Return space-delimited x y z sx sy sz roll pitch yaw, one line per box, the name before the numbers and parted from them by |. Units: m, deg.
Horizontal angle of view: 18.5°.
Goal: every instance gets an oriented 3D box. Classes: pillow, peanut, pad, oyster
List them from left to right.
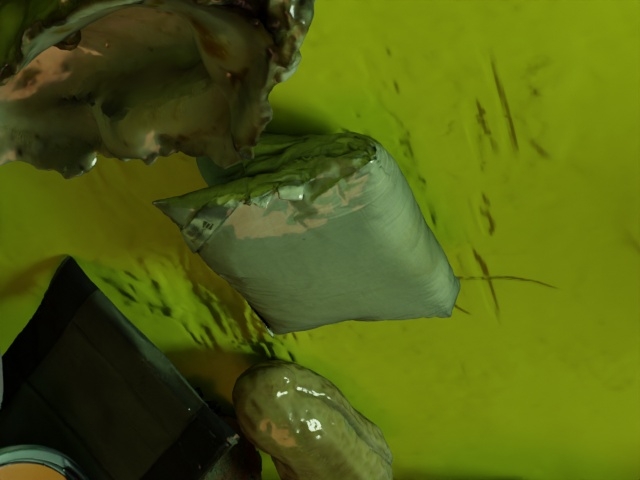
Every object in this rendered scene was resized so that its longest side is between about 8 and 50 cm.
pad | -0.159 0.129 1.374 0.174 0.022 0.233 46 137 8
oyster | -0.093 -0.109 0.975 0.166 0.110 0.341 25 149 -16
peanut | -0.008 0.142 1.416 0.080 0.080 0.174 -10 142 28
pillow | 0.000 0.000 1.165 0.134 0.078 0.181 -5 149 21

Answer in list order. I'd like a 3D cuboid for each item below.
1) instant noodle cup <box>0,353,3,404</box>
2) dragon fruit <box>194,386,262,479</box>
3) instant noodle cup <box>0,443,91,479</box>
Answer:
instant noodle cup | -0.371 0.091 1.208 0.254 0.326 0.325 -27 135 32
dragon fruit | -0.105 0.207 1.464 0.175 0.142 0.138 -33 152 28
instant noodle cup | -0.254 0.215 1.376 0.125 0.178 0.208 15 154 42
